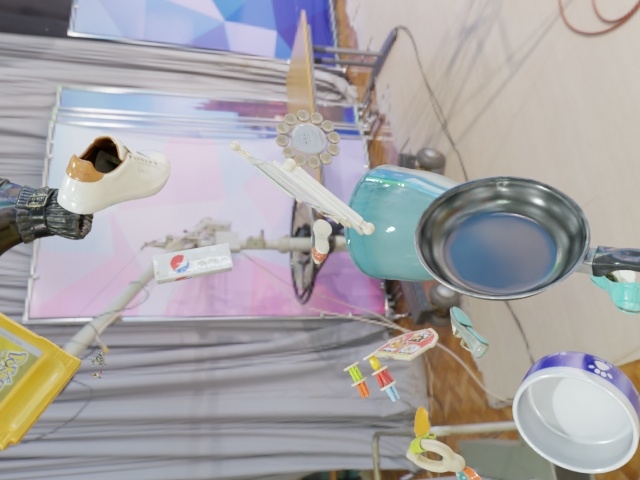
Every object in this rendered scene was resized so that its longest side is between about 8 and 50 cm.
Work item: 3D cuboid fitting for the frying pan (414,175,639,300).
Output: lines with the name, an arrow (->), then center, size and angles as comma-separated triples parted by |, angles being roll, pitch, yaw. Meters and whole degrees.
frying pan -> 0.273, -0.006, 0.677 | 0.053, 0.326, 0.197 | 72, -159, -44

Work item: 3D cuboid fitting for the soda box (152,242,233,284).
soda box -> -0.361, 0.066, 1.654 | 0.069, 0.216, 0.074 | 130, 129, -71

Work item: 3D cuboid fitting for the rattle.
rattle -> 0.341, 0.565, 1.590 | 0.143, 0.200, 0.130 | -61, -14, -62

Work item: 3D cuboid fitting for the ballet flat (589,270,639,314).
ballet flat -> 0.692, 0.088, 1.354 | 0.247, 0.083, 0.087 | -58, -25, -73

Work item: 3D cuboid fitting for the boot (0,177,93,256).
boot -> -0.713, -0.019, 1.418 | 0.131, 0.260, 0.348 | 111, 167, -47

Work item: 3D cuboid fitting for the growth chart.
growth chart -> -0.029, -0.073, 0.824 | 0.021, 0.172, 0.237 | -54, 29, -4

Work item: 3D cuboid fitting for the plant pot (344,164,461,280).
plant pot -> 0.236, -0.030, 1.291 | 0.255, 0.272, 0.271 | 9, 99, 48

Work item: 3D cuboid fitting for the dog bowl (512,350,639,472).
dog bowl -> 0.588, 0.392, 1.347 | 0.265, 0.104, 0.265 | 15, 120, 28

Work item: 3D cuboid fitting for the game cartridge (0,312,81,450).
game cartridge -> -0.848, 0.346, 1.522 | 0.285, 0.324, 0.052 | -61, 2, -41

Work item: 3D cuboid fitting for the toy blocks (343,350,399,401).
toy blocks -> 0.153, 0.414, 1.705 | 0.148, 0.123, 0.054 | 61, -166, 13

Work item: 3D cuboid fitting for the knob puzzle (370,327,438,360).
knob puzzle -> 0.273, 0.305, 1.788 | 0.213, 0.213, 0.030 | -171, 62, -75

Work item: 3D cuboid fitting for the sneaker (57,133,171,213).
sneaker -> -0.367, -0.146, 1.115 | 0.123, 0.106, 0.290 | -67, -8, 27

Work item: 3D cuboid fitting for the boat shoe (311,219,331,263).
boat shoe -> 0.000, 0.000, 1.457 | 0.137, 0.049, 0.043 | -89, 15, -50

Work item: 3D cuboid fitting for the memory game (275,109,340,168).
memory game -> -0.033, -0.276, 1.595 | 0.012, 0.186, 0.186 | 120, 147, -62

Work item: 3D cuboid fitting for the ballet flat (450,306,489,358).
ballet flat -> 0.437, 0.280, 1.782 | 0.068, 0.072, 0.213 | -61, 25, 16

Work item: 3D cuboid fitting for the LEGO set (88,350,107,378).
LEGO set -> -0.609, 0.338, 1.615 | 0.023, 0.054, 0.083 | -36, 60, 29
